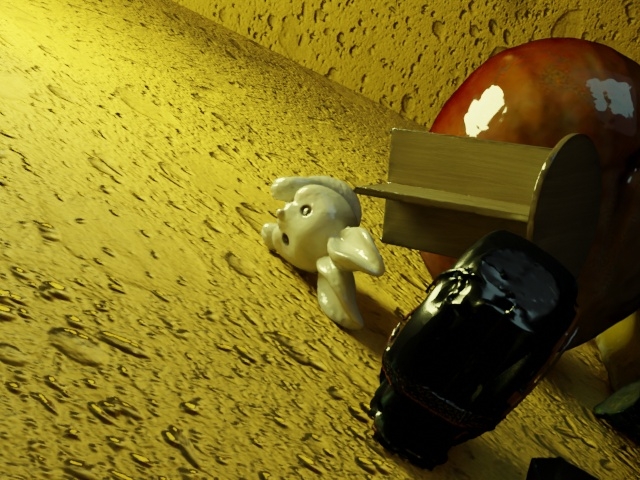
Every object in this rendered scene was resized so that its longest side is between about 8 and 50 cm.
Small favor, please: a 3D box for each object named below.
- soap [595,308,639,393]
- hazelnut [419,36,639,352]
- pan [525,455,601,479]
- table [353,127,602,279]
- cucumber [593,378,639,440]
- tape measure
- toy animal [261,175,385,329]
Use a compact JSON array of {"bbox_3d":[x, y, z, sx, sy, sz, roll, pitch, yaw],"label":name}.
[{"bbox_3d":[0.567,0.194,1.486,0.304,0.169,0.339,20,15,3],"label":"soap"},{"bbox_3d":[0.307,-0.049,1.331,0.359,0.409,0.359,5,48,-5],"label":"hazelnut"},{"bbox_3d":[0.230,0.257,0.873,0.128,0.048,0.202,28,14,-3],"label":"pan"},{"bbox_3d":[0.165,-0.044,1.125,0.226,0.167,0.167,12,2,35],"label":"table"},{"bbox_3d":[0.471,0.257,1.288,0.265,0.077,0.077,33,15,3],"label":"cucumber"},{"bbox_3d":[0.141,0.090,0.957,0.135,0.202,0.223,37,21,11],"label":"tape measure"},{"bbox_3d":[-0.001,0.001,1.162,0.130,0.104,0.221,28,15,-15],"label":"toy animal"}]
